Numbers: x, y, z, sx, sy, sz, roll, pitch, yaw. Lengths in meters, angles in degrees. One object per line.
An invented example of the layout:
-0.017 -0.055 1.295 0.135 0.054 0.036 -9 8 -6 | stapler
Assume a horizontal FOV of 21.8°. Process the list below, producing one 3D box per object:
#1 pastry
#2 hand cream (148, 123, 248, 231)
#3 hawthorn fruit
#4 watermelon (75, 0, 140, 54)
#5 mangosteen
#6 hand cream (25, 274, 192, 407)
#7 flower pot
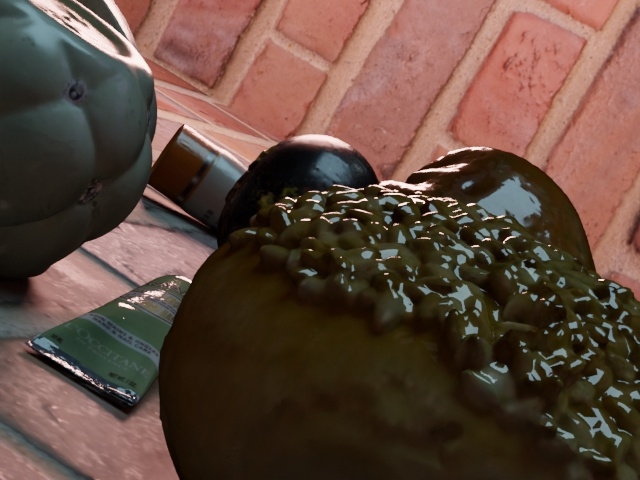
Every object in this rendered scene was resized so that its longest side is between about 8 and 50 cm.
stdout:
0.098 0.116 1.031 0.409 0.245 0.409 27 9 -5 | pastry
-0.062 -0.014 1.996 0.314 0.089 0.140 37 7 -13 | hand cream
0.133 0.081 1.445 0.298 0.277 0.277 57 12 8 | hawthorn fruit
-0.314 -0.173 1.989 0.290 0.213 0.320 63 -29 9 | watermelon
0.000 0.000 1.726 0.217 0.192 0.192 43 7 0 | mangosteen
-0.136 0.070 1.230 0.086 0.055 0.235 28 14 7 | hand cream
-0.245 -0.096 1.283 0.246 0.195 0.246 34 10 -7 | flower pot
